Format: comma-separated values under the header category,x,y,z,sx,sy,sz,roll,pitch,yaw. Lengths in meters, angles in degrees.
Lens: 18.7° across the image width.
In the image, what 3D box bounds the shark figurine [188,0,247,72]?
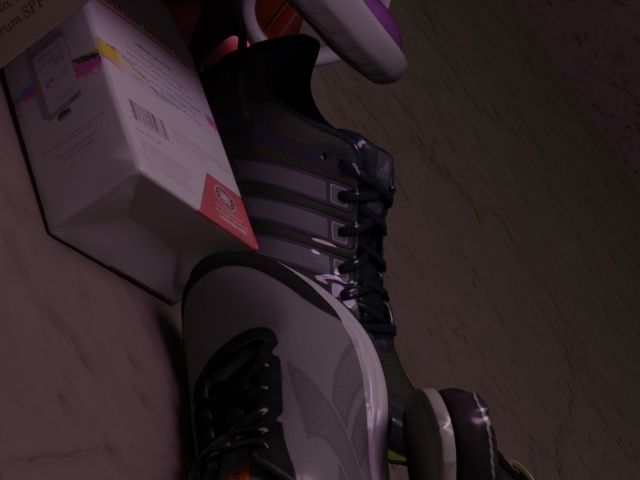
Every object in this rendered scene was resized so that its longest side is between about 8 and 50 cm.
category,x,y,z,sx,sy,sz,roll,pitch,yaw
shark figurine,-0.149,-0.211,1.237,0.278,0.116,0.166,22,70,-49

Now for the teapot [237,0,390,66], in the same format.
category,x,y,z,sx,sy,sz,roll,pitch,yaw
teapot,-0.061,-0.277,1.333,0.256,0.187,0.252,51,2,27

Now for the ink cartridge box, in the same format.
category,x,y,z,sx,sy,sz,roll,pitch,yaw
ink cartridge box,-0.117,-0.074,1.103,0.115,0.067,0.198,35,27,-49

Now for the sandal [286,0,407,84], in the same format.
category,x,y,z,sx,sy,sz,roll,pitch,yaw
sandal,-0.018,-0.216,1.113,0.169,0.102,0.416,51,2,30

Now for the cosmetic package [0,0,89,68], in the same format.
category,x,y,z,sx,sy,sz,roll,pitch,yaw
cosmetic package,-0.222,-0.240,0.972,0.309,0.160,0.113,49,17,-16

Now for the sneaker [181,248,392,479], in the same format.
category,x,y,z,sx,sy,sz,roll,pitch,yaw
sneaker,-0.020,0.106,0.978,0.108,0.100,0.271,30,30,-45

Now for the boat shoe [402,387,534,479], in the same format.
category,x,y,z,sx,sy,sz,roll,pitch,yaw
boat shoe,0.085,0.151,1.039,0.228,0.069,0.081,85,-7,-49

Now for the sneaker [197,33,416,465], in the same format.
category,x,y,z,sx,sy,sz,roll,pitch,yaw
sneaker,0.000,0.000,1.186,0.300,0.121,0.111,60,18,16

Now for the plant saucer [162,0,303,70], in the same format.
category,x,y,z,sx,sy,sz,roll,pitch,yaw
plant saucer,-0.100,-0.241,1.501,0.258,0.048,0.259,52,18,-10
